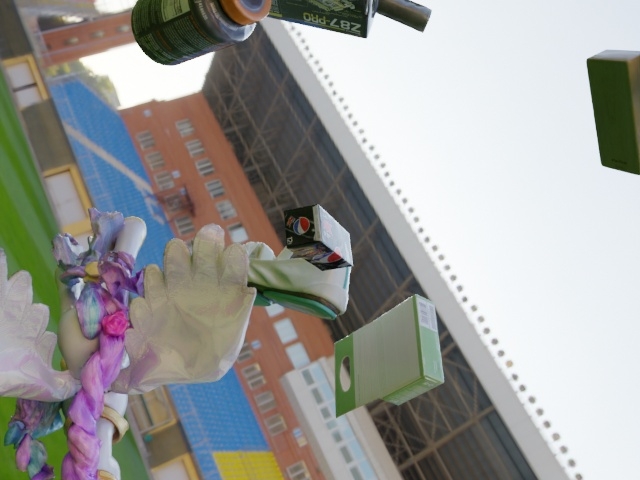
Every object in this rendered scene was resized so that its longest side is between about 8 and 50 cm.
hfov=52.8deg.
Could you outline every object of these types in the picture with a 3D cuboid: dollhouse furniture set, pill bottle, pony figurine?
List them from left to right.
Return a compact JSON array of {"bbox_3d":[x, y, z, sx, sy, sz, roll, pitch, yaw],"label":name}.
[{"bbox_3d":[-0.237,0.114,0.685,0.363,0.303,0.350,-116,-151,-59],"label":"pony figurine"},{"bbox_3d":[-0.194,-0.376,1.066,0.246,0.130,0.130,-2,-69,42],"label":"pill bottle"},{"bbox_3d":[0.356,-0.118,0.590,0.151,0.123,0.144,36,-30,61],"label":"dollhouse furniture set"}]

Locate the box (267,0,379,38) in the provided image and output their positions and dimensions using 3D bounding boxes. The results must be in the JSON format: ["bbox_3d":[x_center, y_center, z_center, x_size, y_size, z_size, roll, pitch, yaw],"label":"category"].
[{"bbox_3d":[-0.097,-0.485,1.022,0.318,0.395,0.097,84,22,-70],"label":"box"}]

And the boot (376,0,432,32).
[{"bbox_3d":[0.146,-0.529,1.451,0.209,0.189,0.076,32,-58,1],"label":"boot"}]

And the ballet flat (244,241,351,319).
[{"bbox_3d":[-0.097,0.065,1.258,0.401,0.139,0.139,4,-64,41],"label":"ballet flat"}]

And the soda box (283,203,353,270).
[{"bbox_3d":[0.000,0.000,0.959,0.169,0.053,0.060,37,45,-67],"label":"soda box"}]

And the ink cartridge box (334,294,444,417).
[{"bbox_3d":[0.122,0.228,1.219,0.235,0.056,0.171,-39,-143,38],"label":"ink cartridge box"}]
